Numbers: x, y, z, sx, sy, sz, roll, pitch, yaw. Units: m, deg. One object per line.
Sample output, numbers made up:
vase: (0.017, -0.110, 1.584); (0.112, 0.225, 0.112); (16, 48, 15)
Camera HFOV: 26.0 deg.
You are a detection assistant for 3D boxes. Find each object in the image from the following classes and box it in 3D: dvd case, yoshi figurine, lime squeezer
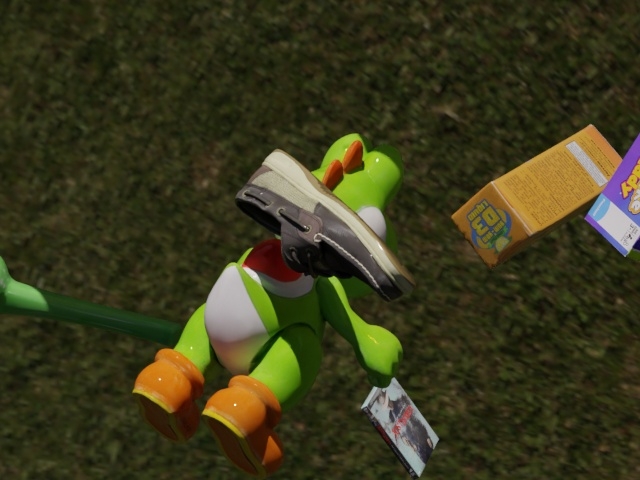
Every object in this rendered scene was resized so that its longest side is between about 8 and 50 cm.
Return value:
dvd case: (0.103, 0.236, 1.781); (0.013, 0.087, 0.119); (-29, 102, 34)
yoshi figurine: (-0.019, 0.065, 1.382); (0.362, 0.203, 0.203); (-56, 14, -25)
lime squeezer: (-0.245, 0.007, 0.881); (0.310, 0.110, 0.059); (19, 114, 12)

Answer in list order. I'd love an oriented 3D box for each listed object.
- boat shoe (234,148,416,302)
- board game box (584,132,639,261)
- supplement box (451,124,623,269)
boat shoe: (-0.001, -0.001, 1.204); (0.073, 0.080, 0.223); (-43, 44, -3)
board game box: (0.464, -0.054, 1.388); (0.233, 0.347, 0.078); (-61, 35, 18)
supplement box: (0.243, -0.050, 1.508); (0.080, 0.233, 0.078); (51, 131, 7)
